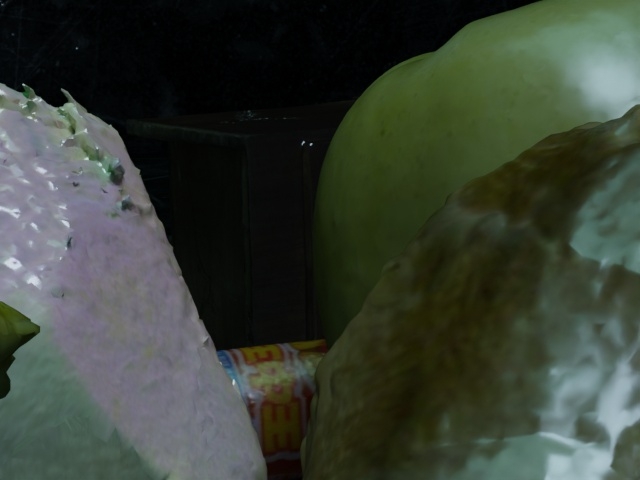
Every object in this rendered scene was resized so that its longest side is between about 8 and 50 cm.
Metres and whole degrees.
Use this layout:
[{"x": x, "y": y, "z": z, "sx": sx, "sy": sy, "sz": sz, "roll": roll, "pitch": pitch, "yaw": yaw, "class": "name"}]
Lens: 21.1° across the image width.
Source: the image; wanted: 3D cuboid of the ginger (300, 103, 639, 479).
[{"x": 0.099, "y": 0.070, "z": 0.539, "sx": 0.276, "sy": 0.130, "sz": 0.221, "roll": -41, "pitch": 40, "yaw": -7, "class": "ginger"}]

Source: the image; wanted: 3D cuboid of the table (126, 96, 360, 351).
[{"x": 0.000, "y": 0.000, "z": 1.117, "sx": 0.193, "sy": 0.169, "sz": 0.172, "roll": -7, "pitch": 11, "yaw": -33, "class": "table"}]

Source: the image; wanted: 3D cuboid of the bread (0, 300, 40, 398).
[{"x": -0.091, "y": 0.120, "z": 0.214, "sx": 0.245, "sy": 0.233, "sz": 0.362, "roll": 5, "pitch": 11, "yaw": 35, "class": "bread"}]

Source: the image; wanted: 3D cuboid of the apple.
[{"x": 0.129, "y": 0.009, "z": 0.777, "sx": 0.262, "sy": 0.262, "sz": 0.262, "roll": -2, "pitch": 9, "yaw": 0, "class": "apple"}]

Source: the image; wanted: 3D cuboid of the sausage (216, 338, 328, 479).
[{"x": 0.067, "y": 0.083, "z": 0.909, "sx": 0.274, "sy": 0.074, "sz": 0.074, "roll": -4, "pitch": 10, "yaw": -17, "class": "sausage"}]

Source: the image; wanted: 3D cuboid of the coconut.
[{"x": -0.160, "y": 0.071, "z": 0.503, "sx": 0.245, "sy": 0.233, "sz": 0.233, "roll": -17, "pitch": 16, "yaw": -29, "class": "coconut"}]
